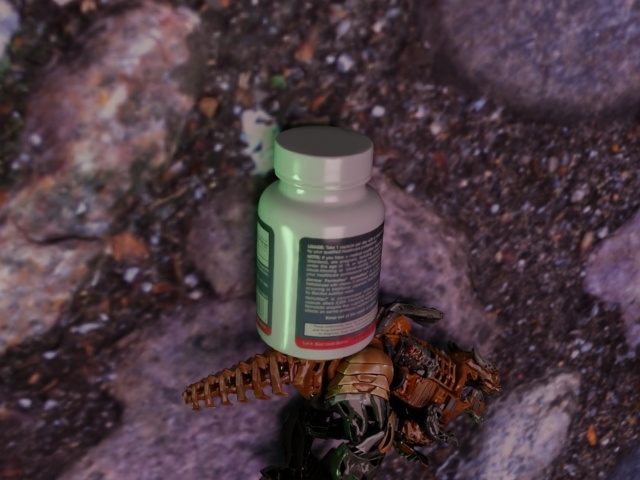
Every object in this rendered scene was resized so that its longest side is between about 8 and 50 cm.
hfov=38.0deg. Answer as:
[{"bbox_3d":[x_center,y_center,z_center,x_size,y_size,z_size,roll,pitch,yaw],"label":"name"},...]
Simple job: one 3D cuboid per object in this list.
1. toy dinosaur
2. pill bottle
[{"bbox_3d":[0.026,0.158,0.889,0.322,0.164,0.218,11,95,-11],"label":"toy dinosaur"},{"bbox_3d":[0.000,0.000,0.792,0.108,0.108,0.180,-8,118,-22],"label":"pill bottle"}]
